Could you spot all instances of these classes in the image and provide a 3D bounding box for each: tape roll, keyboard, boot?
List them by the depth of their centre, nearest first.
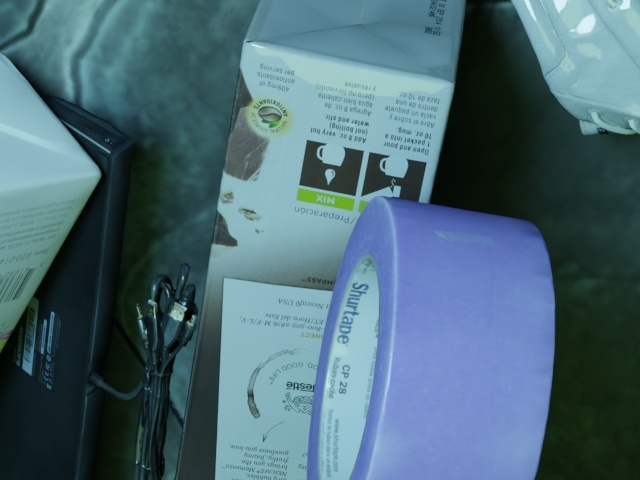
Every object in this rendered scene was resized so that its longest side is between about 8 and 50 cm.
[{"bbox_3d":[0.051,0.076,0.984,0.080,0.189,0.189,8,118,-9],"label":"tape roll"},{"bbox_3d":[0.209,-0.088,1.130,0.123,0.095,0.258,-30,101,27],"label":"boot"},{"bbox_3d":[-0.148,0.074,1.233,0.201,0.033,0.317,33,126,37],"label":"keyboard"}]

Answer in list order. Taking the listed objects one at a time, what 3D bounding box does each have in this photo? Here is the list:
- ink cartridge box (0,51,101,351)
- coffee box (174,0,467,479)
[{"bbox_3d":[-0.303,0.061,1.180,0.119,0.207,0.353,47,123,22],"label":"ink cartridge box"},{"bbox_3d":[0.000,0.000,1.150,0.118,0.168,0.297,11,117,2],"label":"coffee box"}]
